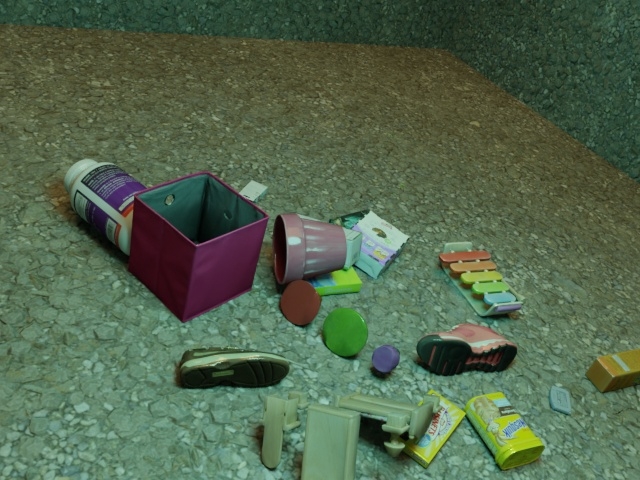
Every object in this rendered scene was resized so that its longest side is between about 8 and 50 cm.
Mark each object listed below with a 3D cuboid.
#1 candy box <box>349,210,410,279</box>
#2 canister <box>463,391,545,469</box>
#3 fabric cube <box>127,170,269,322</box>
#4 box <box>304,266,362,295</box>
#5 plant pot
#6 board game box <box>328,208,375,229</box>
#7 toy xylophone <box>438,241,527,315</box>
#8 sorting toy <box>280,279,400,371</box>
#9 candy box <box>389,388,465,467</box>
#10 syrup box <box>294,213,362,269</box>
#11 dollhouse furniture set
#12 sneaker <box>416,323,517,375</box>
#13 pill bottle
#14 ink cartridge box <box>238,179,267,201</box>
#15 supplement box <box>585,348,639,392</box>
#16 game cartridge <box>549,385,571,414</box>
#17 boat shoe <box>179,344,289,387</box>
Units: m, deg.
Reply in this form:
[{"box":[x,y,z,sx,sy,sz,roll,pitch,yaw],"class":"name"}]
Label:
[{"box":[0.169,0.011,2.031,0.165,0.070,0.196,35,42,13],"class":"candy box"},{"box":[0.445,0.461,1.549,0.126,0.073,0.170,-3,38,-27],"class":"canister"},{"box":[-0.330,0.008,1.686,0.259,0.258,0.254,36,40,25],"class":"fabric cube"},{"box":[0.022,0.112,1.877,0.178,0.042,0.109,-3,38,-25],"class":"box"},{"box":[-0.030,0.022,1.780,0.180,0.201,0.201,-2,39,-15],"class":"plant pot"},{"box":[0.136,-0.049,2.164,0.186,0.026,0.126,-15,46,-38],"class":"board game box"},{"box":[0.529,0.126,2.039,0.236,0.081,0.323,-8,42,-32],"class":"toy xylophone"},{"box":[0.067,0.227,1.710,0.365,0.127,0.126,31,13,22],"class":"sorting toy"},{"box":[0.262,0.449,1.527,0.105,0.027,0.206,35,39,20],"class":"candy box"},{"box":[0.000,0.000,1.935,0.237,0.096,0.093,16,23,20],"class":"syrup box"},{"box":[0.077,0.439,1.441,0.303,0.174,0.355,5,-1,28],"class":"dollhouse furniture set"},{"box":[0.384,0.290,1.752,0.314,0.116,0.136,8,25,-25],"class":"sneaker"},{"box":[-0.580,-0.102,1.799,0.323,0.181,0.181,35,39,24],"class":"pill bottle"},{"box":[-0.233,-0.160,2.160,0.063,0.029,0.115,24,36,9],"class":"ink cartridge box"},{"box":[0.893,0.377,1.850,0.233,0.078,0.080,-5,40,-28],"class":"supplement box"},{"box":[0.651,0.434,1.723,0.056,0.017,0.083,22,35,1],"class":"game cartridge"},{"box":[-0.204,0.284,1.504,0.257,0.095,0.095,3,31,-18],"class":"boat shoe"}]
